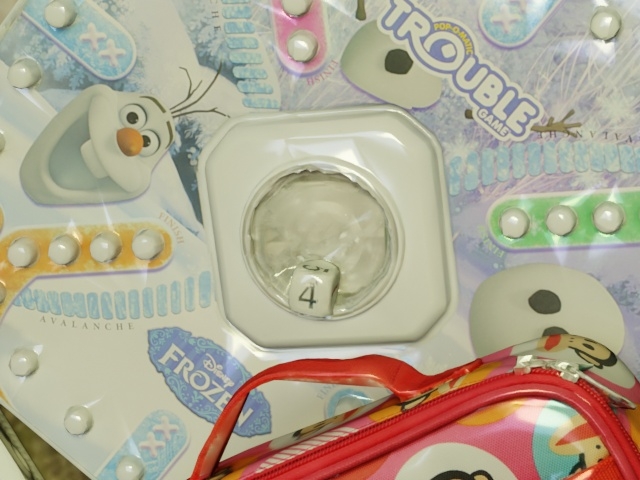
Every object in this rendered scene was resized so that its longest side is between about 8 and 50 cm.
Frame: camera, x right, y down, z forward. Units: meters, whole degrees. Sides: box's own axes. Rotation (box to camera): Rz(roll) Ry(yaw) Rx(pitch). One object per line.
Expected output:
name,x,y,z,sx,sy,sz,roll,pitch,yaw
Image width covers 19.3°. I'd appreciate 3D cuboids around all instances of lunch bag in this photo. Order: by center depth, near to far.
lunch bag,0.042,0.171,0.885,0.293,0.120,0.258,-27,95,18

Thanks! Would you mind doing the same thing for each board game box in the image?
board game box,0.000,0.000,0.930,0.390,0.050,0.390,40,111,0

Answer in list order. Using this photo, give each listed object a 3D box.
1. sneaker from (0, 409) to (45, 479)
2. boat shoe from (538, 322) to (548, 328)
sneaker,-0.230,0.231,1.002,0.236,0.130,0.323,-32,70,-4
boat shoe,0.165,0.063,0.963,0.183,0.065,0.083,-12,85,14
